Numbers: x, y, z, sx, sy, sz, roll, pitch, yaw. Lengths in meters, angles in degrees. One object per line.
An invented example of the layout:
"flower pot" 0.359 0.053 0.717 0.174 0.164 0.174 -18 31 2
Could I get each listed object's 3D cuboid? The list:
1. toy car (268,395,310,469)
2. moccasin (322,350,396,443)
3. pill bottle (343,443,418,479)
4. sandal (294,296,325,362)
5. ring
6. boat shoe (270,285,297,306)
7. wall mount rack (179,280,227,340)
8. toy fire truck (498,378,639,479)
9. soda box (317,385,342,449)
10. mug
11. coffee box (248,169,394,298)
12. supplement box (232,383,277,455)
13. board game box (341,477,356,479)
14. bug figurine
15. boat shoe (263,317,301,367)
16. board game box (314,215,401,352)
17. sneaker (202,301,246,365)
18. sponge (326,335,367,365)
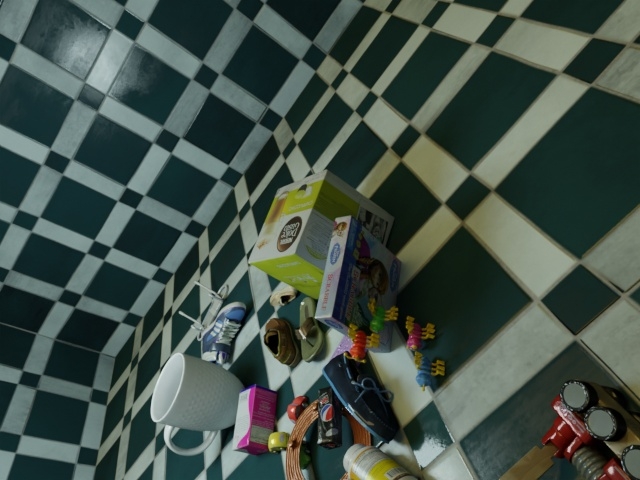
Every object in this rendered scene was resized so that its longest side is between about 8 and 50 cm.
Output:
"toy car" -0.097 0.676 1.552 0.239 0.053 0.225 -59 29 6
"moccasin" 0.115 0.434 1.333 0.117 0.138 0.342 -46 38 -3
"pill bottle" 0.150 0.607 1.161 0.215 0.117 0.117 10 74 60
"sandal" -0.059 0.337 1.746 0.120 0.086 0.303 -47 33 24
"ring" 0.011 0.632 1.389 0.336 0.032 0.337 -29 40 28
"boat shoe" -0.165 0.253 2.007 0.170 0.063 0.059 -38 31 34
"wall mount rack" -0.683 0.383 2.633 0.304 0.130 0.350 17 79 60
"toy fire truck" 0.473 0.405 0.823 0.247 0.158 0.217 -63 28 21
"soda box" 0.029 0.533 1.379 0.053 0.060 0.169 -25 42 26
"mug" -0.504 0.693 1.892 0.276 0.327 0.375 -7 60 56
"coffee box" 0.000 0.000 1.671 0.337 0.338 0.335 -12 52 54
"supplement box" -0.246 0.678 1.724 0.111 0.113 0.220 -34 38 38
"board game box" -0.006 0.729 1.153 0.305 0.053 0.193 -44 22 45
"bug figurine" 0.205 0.285 1.264 0.216 0.278 0.072 -66 -1 -46
"boat shoe" -0.175 0.393 1.861 0.111 0.104 0.307 -60 29 3
"board game box" 0.129 0.140 1.386 0.065 0.318 0.319 -9 58 37
"sneaker" -0.457 0.481 2.226 0.323 0.130 0.236 -44 43 20
"sponge" 0.104 0.364 1.526 0.210 0.031 0.117 -60 29 2
